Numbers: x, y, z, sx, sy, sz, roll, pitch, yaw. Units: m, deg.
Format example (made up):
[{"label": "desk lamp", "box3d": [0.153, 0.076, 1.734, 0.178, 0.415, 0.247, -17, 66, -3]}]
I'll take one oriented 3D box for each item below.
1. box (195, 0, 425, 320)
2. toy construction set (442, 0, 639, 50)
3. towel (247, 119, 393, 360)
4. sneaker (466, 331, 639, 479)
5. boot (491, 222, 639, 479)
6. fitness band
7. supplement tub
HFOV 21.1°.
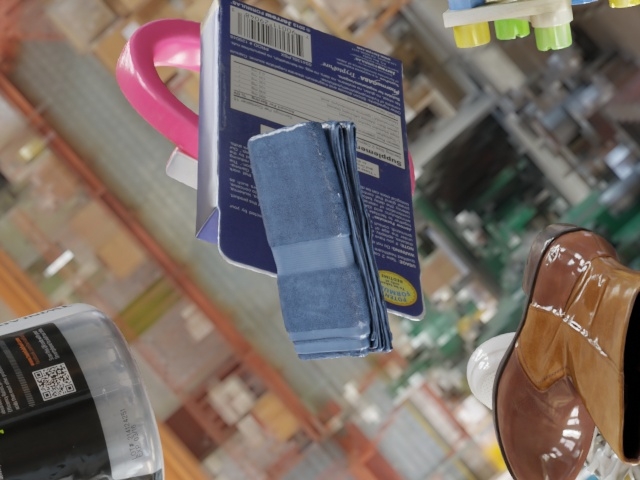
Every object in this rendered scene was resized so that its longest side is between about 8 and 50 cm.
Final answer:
[{"label": "box", "box3d": [-0.008, -0.046, 1.047, 0.136, 0.036, 0.225, 18, -137, -21]}, {"label": "toy construction set", "box3d": [0.261, -0.229, 1.426, 0.328, 0.151, 0.215, 5, -166, 3]}, {"label": "towel", "box3d": [0.000, 0.000, 0.854, 0.067, 0.029, 0.119, -7, 98, 51]}, {"label": "sneaker", "box3d": [0.276, 0.193, 1.632, 0.293, 0.108, 0.169, 20, -150, -2]}, {"label": "boot", "box3d": [0.234, 0.133, 1.450, 0.096, 0.264, 0.280, 11, -170, -11]}, {"label": "fitness band", "box3d": [-0.046, -0.100, 1.526, 0.291, 0.054, 0.209, 26, -147, -13]}, {"label": "supplement tub", "box3d": [-0.302, 0.179, 1.374, 0.193, 0.316, 0.193, 44, 142, 49]}]
